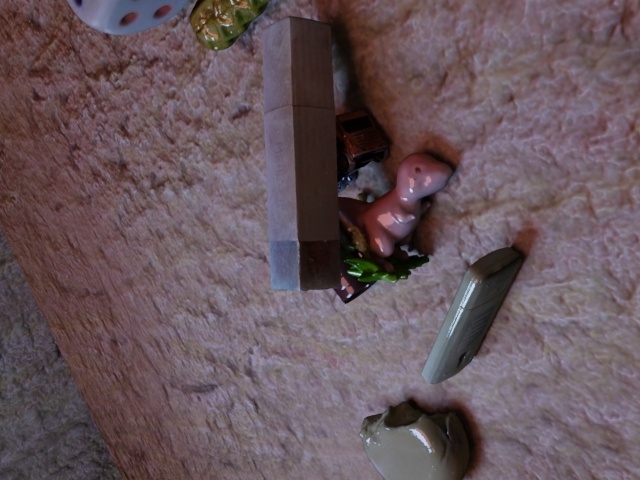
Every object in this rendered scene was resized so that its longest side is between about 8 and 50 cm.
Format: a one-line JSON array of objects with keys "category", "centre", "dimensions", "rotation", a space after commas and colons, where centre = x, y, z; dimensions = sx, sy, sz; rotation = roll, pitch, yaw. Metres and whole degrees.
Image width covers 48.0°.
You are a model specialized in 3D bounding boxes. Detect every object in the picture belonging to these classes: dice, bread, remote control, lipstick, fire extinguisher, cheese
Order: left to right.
[{"category": "dice", "centre": [-0.326, -0.474, 1.198], "dimensions": [0.194, 0.191, 0.193], "rotation": [58, 144, 2]}, {"category": "bread", "centre": [-0.120, -0.382, 1.100], "dimensions": [0.269, 0.087, 0.098], "rotation": [-26, 93, 52]}, {"category": "lipstick", "centre": [-0.027, -0.117, 1.009], "dimensions": [0.076, 0.079, 0.372], "rotation": [-3, 89, 54]}, {"category": "fire extinguisher", "centre": [0.000, 0.000, 1.218], "dimensions": [0.231, 0.071, 0.099], "rotation": [52, 169, 14]}, {"category": "cheese", "centre": [0.169, 0.349, 1.212], "dimensions": [0.175, 0.091, 0.202], "rotation": [56, 141, 9]}, {"category": "remote control", "centre": [0.210, 0.109, 1.009], "dimensions": [0.038, 0.098, 0.234], "rotation": [44, 140, 31]}]

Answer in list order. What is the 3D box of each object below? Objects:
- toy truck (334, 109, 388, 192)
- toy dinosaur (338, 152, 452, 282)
[{"category": "toy truck", "centre": [0.015, -0.126, 1.104], "dimensions": [0.192, 0.083, 0.092], "rotation": [-33, 80, 54]}, {"category": "toy dinosaur", "centre": [0.089, -0.036, 1.032], "dimensions": [0.194, 0.152, 0.177], "rotation": [9, 110, 39]}]
